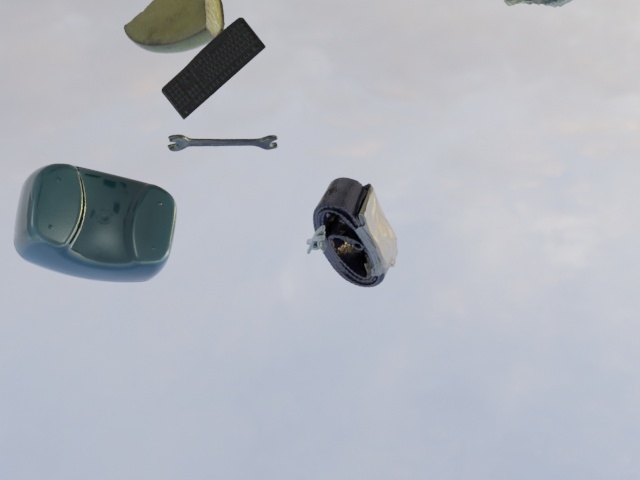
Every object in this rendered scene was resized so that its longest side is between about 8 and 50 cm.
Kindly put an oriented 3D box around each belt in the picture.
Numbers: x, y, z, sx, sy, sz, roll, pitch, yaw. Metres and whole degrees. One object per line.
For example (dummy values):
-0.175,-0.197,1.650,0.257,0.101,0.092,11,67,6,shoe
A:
0.078,-0.021,1.881,0.139,0.230,0.126,-8,-145,32,belt

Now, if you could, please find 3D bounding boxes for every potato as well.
-0.397,-0.593,2.433,0.255,0.112,0.269,-18,-122,17,potato

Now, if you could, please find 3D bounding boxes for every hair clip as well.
0.000,-0.001,1.756,0.039,0.115,0.030,-2,-104,-10,hair clip

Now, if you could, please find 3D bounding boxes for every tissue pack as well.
-0.432,-0.025,1.719,0.287,0.206,0.198,11,-109,-24,tissue pack

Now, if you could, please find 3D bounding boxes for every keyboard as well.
-0.211,-0.430,2.086,0.381,0.103,0.041,-38,-177,16,keyboard

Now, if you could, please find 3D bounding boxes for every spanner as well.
-0.202,-0.207,1.901,0.254,0.054,0.015,-3,-117,-28,spanner

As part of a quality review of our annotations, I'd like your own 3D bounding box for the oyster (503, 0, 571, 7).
0.352,-0.403,1.304,0.177,0.125,0.064,-4,-171,11,oyster
